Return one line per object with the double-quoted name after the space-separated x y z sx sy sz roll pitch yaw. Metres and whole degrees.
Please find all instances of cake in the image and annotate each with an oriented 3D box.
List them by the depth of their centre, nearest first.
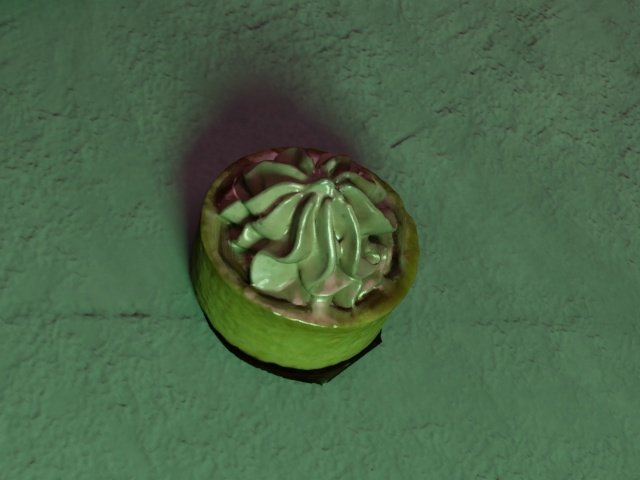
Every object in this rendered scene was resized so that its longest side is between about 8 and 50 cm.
0.000 0.000 1.341 0.207 0.178 0.185 27 53 -11 "cake"
